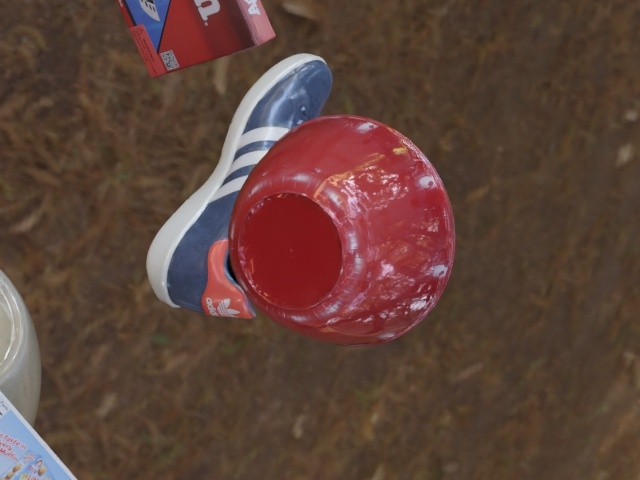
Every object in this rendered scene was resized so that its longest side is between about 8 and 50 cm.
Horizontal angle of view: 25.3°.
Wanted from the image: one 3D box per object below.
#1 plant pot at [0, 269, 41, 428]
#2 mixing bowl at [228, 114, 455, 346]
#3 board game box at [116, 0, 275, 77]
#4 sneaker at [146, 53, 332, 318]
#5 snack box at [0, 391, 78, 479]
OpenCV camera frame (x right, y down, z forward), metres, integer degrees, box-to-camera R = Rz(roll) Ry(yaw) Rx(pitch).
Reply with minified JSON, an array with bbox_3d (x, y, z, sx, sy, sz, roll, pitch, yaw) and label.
[{"bbox_3d":[-0.344,0.102,1.184,0.284,0.284,0.191,-21,168,-48],"label":"plant pot"},{"bbox_3d":[0.000,0.000,1.063,0.098,0.181,0.181,-19,124,-63],"label":"mixing bowl"},{"bbox_3d":[-0.146,-0.278,1.167,0.027,0.145,0.281,-37,109,-41],"label":"board game box"},{"bbox_3d":[-0.047,-0.056,1.624,0.350,0.148,0.131,-60,152,-20],"label":"sneaker"},{"bbox_3d":[-0.248,0.167,1.108,0.064,0.022,0.178,-42,122,-16],"label":"snack box"}]
